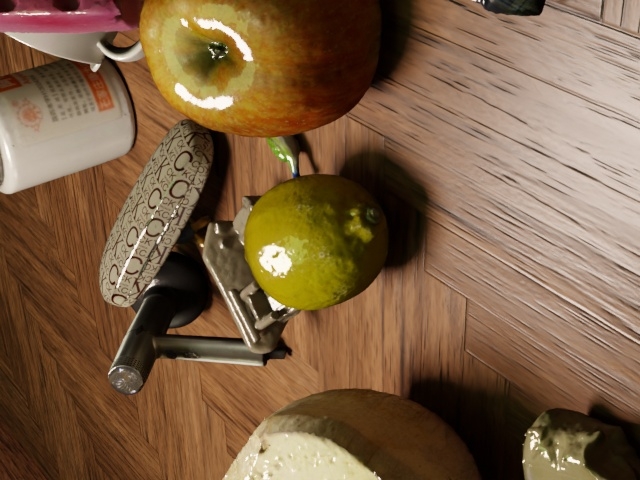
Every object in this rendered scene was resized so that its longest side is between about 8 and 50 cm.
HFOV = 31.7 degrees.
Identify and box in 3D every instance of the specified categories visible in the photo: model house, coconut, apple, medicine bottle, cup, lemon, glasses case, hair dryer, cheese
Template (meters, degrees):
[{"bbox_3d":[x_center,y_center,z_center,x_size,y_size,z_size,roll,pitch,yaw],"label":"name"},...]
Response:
[{"bbox_3d":[-0.076,0.041,1.719,0.188,0.122,0.229,-37,75,57],"label":"model house"},{"bbox_3d":[0.052,0.391,1.537,0.404,0.405,0.404,37,139,41],"label":"coconut"},{"bbox_3d":[-0.084,-0.256,1.401,0.309,0.250,0.277,-27,86,58],"label":"apple"},{"bbox_3d":[-0.547,-0.203,2.063,0.211,0.371,0.211,37,138,42],"label":"medicine bottle"},{"bbox_3d":[-0.367,-0.403,1.760,0.290,0.219,0.257,34,104,10],"label":"cup"},{"bbox_3d":[0.000,0.000,1.516,0.248,0.184,0.184,-16,96,43],"label":"lemon"},{"bbox_3d":[-0.280,-0.043,1.898,0.354,0.085,0.137,-58,31,23],"label":"glasses case"},{"bbox_3d":[-0.216,0.173,1.977,0.320,0.284,0.155,-96,22,-60],"label":"hair dryer"},{"bbox_3d":[0.327,0.288,1.266,0.202,0.091,0.175,18,124,51],"label":"cheese"}]

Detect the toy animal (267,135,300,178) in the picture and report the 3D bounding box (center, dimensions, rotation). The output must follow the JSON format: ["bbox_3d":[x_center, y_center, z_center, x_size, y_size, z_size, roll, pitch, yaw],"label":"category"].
[{"bbox_3d":[-0.069,-0.178,1.644,0.217,0.041,0.075,60,151,21],"label":"toy animal"}]

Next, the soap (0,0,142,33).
[{"bbox_3d":[-0.372,-0.481,1.581,0.128,0.233,0.359,6,-95,-79],"label":"soap"}]

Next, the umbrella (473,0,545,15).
[{"bbox_3d":[0.207,-0.322,1.075,0.224,0.080,0.071,108,166,-44],"label":"umbrella"}]

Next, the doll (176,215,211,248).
[{"bbox_3d":[-0.266,-0.037,2.023,0.179,0.089,0.102,18,128,24],"label":"doll"}]
